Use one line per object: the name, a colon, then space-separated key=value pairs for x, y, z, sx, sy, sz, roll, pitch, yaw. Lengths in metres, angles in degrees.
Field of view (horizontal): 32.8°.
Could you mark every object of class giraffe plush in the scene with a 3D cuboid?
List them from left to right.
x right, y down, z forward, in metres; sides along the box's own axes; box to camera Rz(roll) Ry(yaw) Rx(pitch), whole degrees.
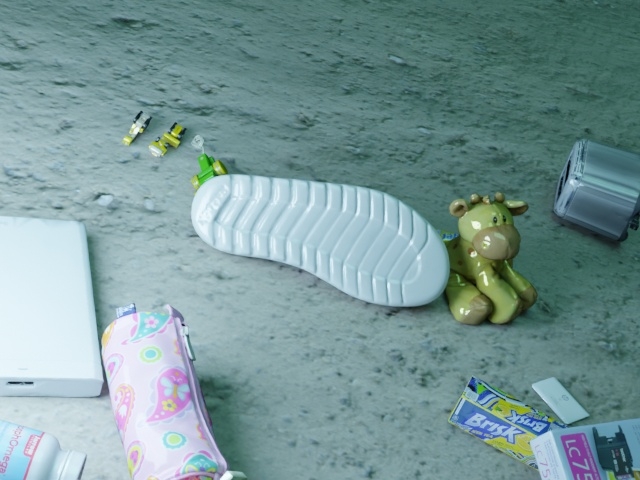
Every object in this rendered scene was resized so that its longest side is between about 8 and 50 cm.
giraffe plush: x=0.266 y=0.011 z=1.758 sx=0.210 sy=0.170 sz=0.181 roll=40 pitch=41 yaw=25

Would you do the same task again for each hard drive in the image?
hard drive: x=-0.408 y=0.081 z=1.461 sx=0.203 sy=0.040 sz=0.307 roll=4 pitch=40 yaw=-21

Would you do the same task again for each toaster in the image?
toaster: x=0.530 y=-0.095 z=2.059 sx=0.146 sy=0.129 sz=0.227 roll=19 pitch=39 yaw=5

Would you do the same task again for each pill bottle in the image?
pill bottle: x=-0.352 y=0.252 z=1.231 sx=0.160 sy=0.087 sz=0.087 roll=17 pitch=37 yaw=-5

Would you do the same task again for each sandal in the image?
sandal: x=0.005 y=-0.015 z=1.718 sx=0.416 sy=0.169 sz=0.102 roll=19 pitch=-3 yaw=-2

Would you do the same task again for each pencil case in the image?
pencil case: x=-0.191 y=0.210 z=1.332 sx=0.124 sy=0.124 sz=0.284 roll=2 pitch=41 yaw=-24

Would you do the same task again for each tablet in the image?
tablet: x=0.365 y=0.243 z=1.652 sx=0.054 sy=0.006 sz=0.083 roll=-11 pitch=47 yaw=-36

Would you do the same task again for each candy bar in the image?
candy bar: x=0.264 y=0.006 z=1.893 sx=0.161 sy=0.018 sz=0.040 roll=12 pitch=38 yaw=-11

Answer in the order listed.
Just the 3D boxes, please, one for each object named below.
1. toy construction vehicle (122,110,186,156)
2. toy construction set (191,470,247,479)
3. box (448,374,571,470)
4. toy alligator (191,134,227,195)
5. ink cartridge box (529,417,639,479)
toy construction vehicle: x=-0.284 y=-0.176 z=1.855 sx=0.086 sy=0.035 sz=0.098 roll=30 pitch=39 yaw=-6
toy construction set: x=-0.030 y=0.390 z=1.176 sx=0.215 sy=0.151 sz=0.328 roll=-21 pitch=64 yaw=-41
box: x=0.271 y=0.263 z=1.536 sx=0.169 sy=0.059 sz=0.054 roll=28 pitch=37 yaw=10
toy alligator: x=-0.178 y=-0.104 z=1.798 sx=0.051 sy=0.056 sz=0.190 roll=48 pitch=15 yaw=-40
ink cartridge box: x=0.446 y=0.336 z=1.479 sx=0.311 sy=0.065 sz=0.186 roll=-1 pitch=64 yaw=-29
